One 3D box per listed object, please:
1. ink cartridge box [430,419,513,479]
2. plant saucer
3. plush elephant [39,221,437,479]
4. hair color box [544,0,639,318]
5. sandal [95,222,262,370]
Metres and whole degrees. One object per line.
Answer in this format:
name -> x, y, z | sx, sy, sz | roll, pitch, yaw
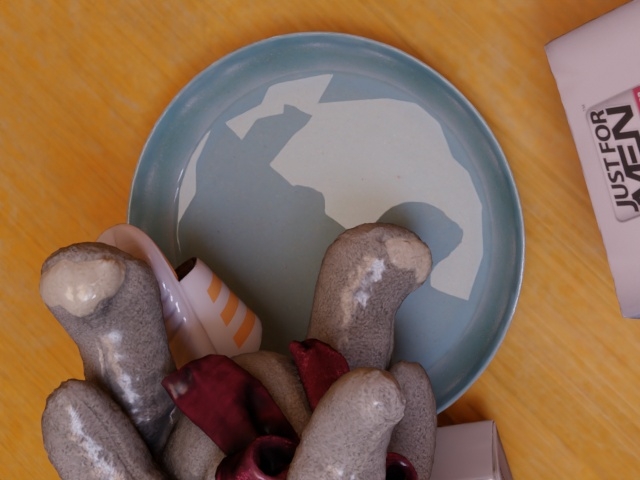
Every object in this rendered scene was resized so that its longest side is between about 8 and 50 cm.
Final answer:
ink cartridge box -> 0.073, 0.204, 0.740 | 0.150, 0.063, 0.109 | -12, 121, 17
plant saucer -> 0.000, 0.000, 0.762 | 0.317, 0.043, 0.318 | 2, 99, 16
plush elephant -> -0.017, 0.153, 0.567 | 0.271, 0.255, 0.330 | 4, 93, -26
hair color box -> 0.331, -0.095, 0.534 | 0.374, 0.113, 0.186 | -23, 70, 35
sandal -> -0.079, 0.092, 0.741 | 0.102, 0.076, 0.265 | -10, 115, 47
